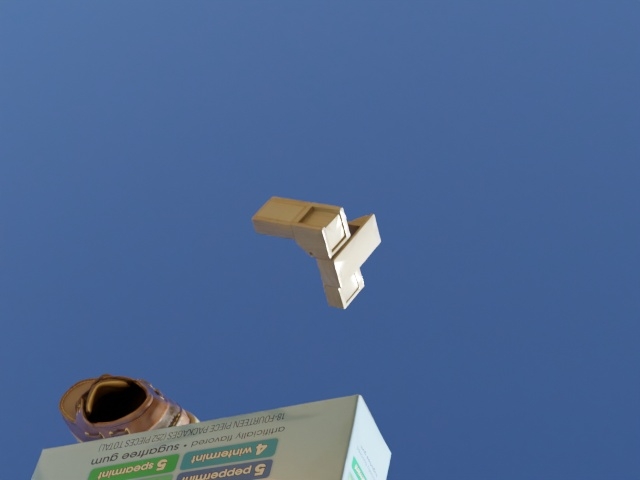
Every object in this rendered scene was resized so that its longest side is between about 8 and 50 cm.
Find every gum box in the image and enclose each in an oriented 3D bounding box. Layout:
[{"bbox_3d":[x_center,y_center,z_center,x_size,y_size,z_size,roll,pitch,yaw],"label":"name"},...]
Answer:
[{"bbox_3d":[-0.063,0.149,0.645,0.157,0.041,0.184,-12,-144,21],"label":"gum box"}]

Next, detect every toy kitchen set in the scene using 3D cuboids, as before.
[{"bbox_3d":[0.000,0.000,1.389,0.075,0.083,0.068,10,-139,34],"label":"toy kitchen set"}]

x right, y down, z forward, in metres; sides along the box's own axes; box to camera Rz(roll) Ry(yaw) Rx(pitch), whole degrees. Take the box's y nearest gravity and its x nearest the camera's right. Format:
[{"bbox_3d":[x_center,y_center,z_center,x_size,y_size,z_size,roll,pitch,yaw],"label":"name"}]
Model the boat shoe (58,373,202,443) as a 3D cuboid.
[{"bbox_3d":[-0.149,0.124,1.212,0.064,0.060,0.178,-49,-153,-19],"label":"boat shoe"}]
